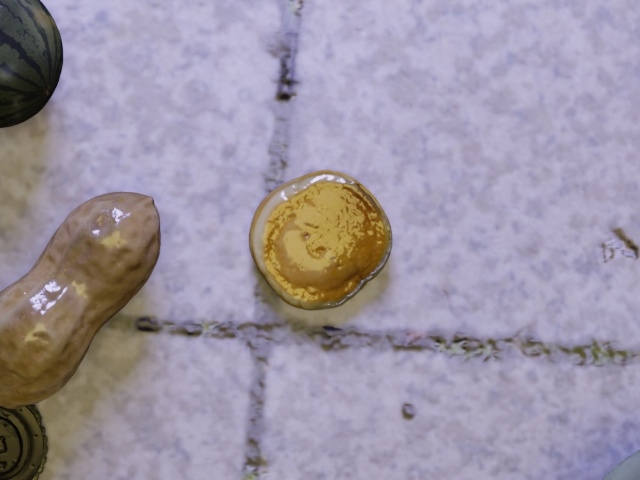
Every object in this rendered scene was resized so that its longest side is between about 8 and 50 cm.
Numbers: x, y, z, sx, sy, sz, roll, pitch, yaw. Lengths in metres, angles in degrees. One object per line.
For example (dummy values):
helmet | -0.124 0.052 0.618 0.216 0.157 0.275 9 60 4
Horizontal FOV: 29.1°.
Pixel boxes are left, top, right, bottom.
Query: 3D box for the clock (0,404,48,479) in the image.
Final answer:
clock | -0.244 0.156 0.937 0.074 0.010 0.083 -12 96 -5

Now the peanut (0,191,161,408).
peanut | -0.185 0.041 0.894 0.089 0.089 0.193 38 90 -8

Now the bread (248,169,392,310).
bread | 0.000 0.000 0.943 0.110 0.024 0.110 -1 95 -7

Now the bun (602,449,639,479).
bun | 0.294 0.285 0.937 0.283 0.179 0.283 3 74 -11

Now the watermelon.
watermelon | -0.243 -0.140 0.868 0.133 0.105 0.105 38 90 14
